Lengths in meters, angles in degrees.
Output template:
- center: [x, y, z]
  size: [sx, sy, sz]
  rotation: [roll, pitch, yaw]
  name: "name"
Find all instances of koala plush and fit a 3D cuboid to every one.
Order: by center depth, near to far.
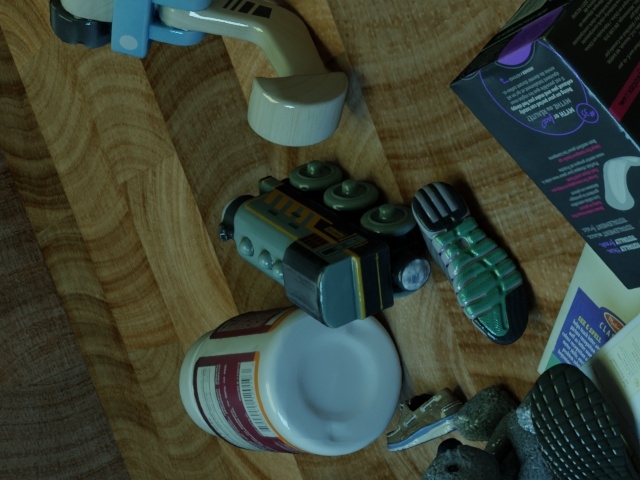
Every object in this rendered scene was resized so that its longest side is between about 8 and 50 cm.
- center: [0.208, 0.305, 1.676]
  size: [0.196, 0.221, 0.203]
  rotation: [-21, 90, 62]
  name: "koala plush"

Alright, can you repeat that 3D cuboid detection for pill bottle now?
- center: [-0.062, 0.215, 2.096]
  size: [0.392, 0.224, 0.224]
  rotation: [-13, 98, 63]
  name: "pill bottle"

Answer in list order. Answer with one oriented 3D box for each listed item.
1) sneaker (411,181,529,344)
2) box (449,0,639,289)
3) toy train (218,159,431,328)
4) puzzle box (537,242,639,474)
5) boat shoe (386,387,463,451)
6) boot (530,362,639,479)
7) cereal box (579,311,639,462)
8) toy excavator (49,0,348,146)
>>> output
- center: [0.189, 0.032, 1.700]
  size: [0.223, 0.083, 0.098]
  rotation: [63, 175, 15]
  name: "sneaker"
- center: [0.281, -0.107, 1.242]
  size: [0.270, 0.143, 0.165]
  rotation: [47, 155, -11]
  name: "box"
- center: [0.000, 0.000, 1.865]
  size: [0.334, 0.190, 0.142]
  rotation: [33, 136, 48]
  name: "toy train"
- center: [0.402, 0.185, 1.426]
  size: [0.409, 0.052, 0.272]
  rotation: [50, 148, 31]
  name: "puzzle box"
- center: [0.147, 0.251, 1.928]
  size: [0.183, 0.066, 0.066]
  rotation: [-34, 74, 52]
  name: "boat shoe"
- center: [0.293, 0.240, 1.470]
  size: [0.246, 0.083, 0.161]
  rotation: [60, -177, -1]
  name: "boot"
- center: [0.367, 0.144, 1.351]
  size: [0.173, 0.047, 0.240]
  rotation: [59, 152, 17]
  name: "cereal box"
- center: [-0.163, -0.347, 1.912]
  size: [0.222, 0.445, 0.433]
  rotation: [102, 179, -49]
  name: "toy excavator"
